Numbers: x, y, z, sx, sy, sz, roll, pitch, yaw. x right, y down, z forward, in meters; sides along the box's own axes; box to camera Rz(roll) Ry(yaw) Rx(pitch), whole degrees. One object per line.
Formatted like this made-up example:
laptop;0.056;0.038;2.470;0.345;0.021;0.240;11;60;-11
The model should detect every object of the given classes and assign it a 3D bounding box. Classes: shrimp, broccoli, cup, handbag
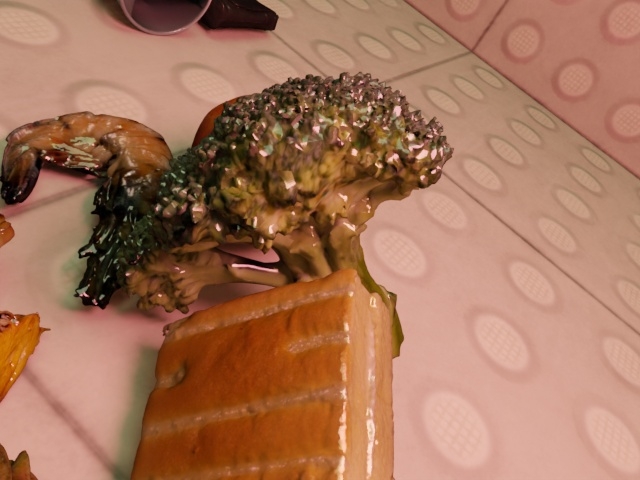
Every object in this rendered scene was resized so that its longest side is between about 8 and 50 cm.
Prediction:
shrimp;-0.318;-0.064;0.725;0.233;0.071;0.365;12;44;-17
broccoli;0.019;-0.016;0.631;0.397;0.353;0.275;32;49;-19
cup;-0.382;-0.613;1.140;0.205;0.205;0.312;-12;56;-42
handbag;-0.250;-0.594;1.321;0.247;0.080;0.223;44;33;17

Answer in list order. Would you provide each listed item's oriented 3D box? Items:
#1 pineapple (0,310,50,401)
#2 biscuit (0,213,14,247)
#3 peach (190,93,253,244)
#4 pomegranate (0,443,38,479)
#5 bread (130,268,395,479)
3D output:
pineapple;-0.358;0.106;0.447;0.139;0.164;0.250;21;44;-2
biscuit;-0.449;0.029;0.514;0.172;0.029;0.254;13;35;20
peach;-0.084;-0.107;0.809;0.230;0.231;0.231;19;41;-17
pomegranate;-0.236;0.279;0.351;0.222;0.276;0.204;37;74;-27
bread;-0.059;0.168;0.522;0.111;0.246;0.239;54;30;-40
